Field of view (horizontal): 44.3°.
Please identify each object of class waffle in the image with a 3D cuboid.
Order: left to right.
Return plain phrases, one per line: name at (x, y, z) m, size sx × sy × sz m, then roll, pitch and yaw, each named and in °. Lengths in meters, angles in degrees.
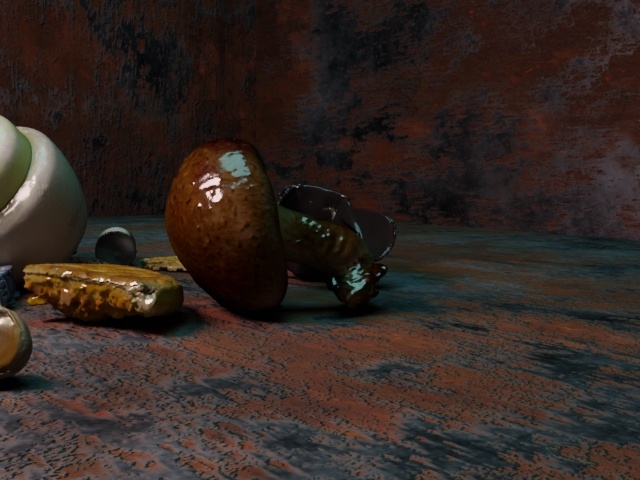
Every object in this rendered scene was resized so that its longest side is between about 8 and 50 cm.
waffle at (-0.340, 0.059, 1.865) m, size 0.125 × 0.032 × 0.191 m, roll -1°, pitch 4°, yaw -31°

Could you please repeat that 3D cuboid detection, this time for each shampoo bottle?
shampoo bottle at (-0.647, -0.075, 1.591) m, size 0.323 × 0.322 × 0.317 m, roll 3°, pitch -29°, yaw 28°

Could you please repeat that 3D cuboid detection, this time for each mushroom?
mushroom at (-0.089, -0.020, 1.356) m, size 0.356 × 0.334 × 0.331 m, roll -8°, pitch 3°, yaw 15°

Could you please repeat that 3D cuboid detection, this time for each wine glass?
wine glass at (-0.508, 0.018, 1.961) m, size 0.103 × 0.103 × 0.222 m, roll -1°, pitch 5°, yaw -13°

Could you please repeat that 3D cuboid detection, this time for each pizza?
pizza at (-0.307, 0.087, 1.301) m, size 0.269 × 0.087 × 0.258 m, roll 4°, pitch 2°, yaw 26°

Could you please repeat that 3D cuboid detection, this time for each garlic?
garlic at (-0.383, 0.126, 0.904) m, size 0.113 × 0.094 × 0.074 m, roll -4°, pitch -36°, yaw 10°

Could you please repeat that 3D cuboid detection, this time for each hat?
hat at (0.016, 0.028, 1.766) m, size 0.238 × 0.208 × 0.336 m, roll -28°, pitch 40°, yaw -34°

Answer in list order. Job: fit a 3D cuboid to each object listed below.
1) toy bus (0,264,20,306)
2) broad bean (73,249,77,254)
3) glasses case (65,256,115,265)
toy bus at (-0.587, 0.087, 1.411) m, size 0.075 × 0.064 × 0.190 m, roll -14°, pitch 9°, yaw -16°
broad bean at (-0.773, 0.023, 2.167) m, size 0.195 × 0.046 × 0.061 m, roll 0°, pitch 8°, yaw 11°
glasses case at (-0.512, 0.061, 1.734) m, size 0.195 × 0.049 × 0.073 m, roll 5°, pitch 7°, yaw 42°
